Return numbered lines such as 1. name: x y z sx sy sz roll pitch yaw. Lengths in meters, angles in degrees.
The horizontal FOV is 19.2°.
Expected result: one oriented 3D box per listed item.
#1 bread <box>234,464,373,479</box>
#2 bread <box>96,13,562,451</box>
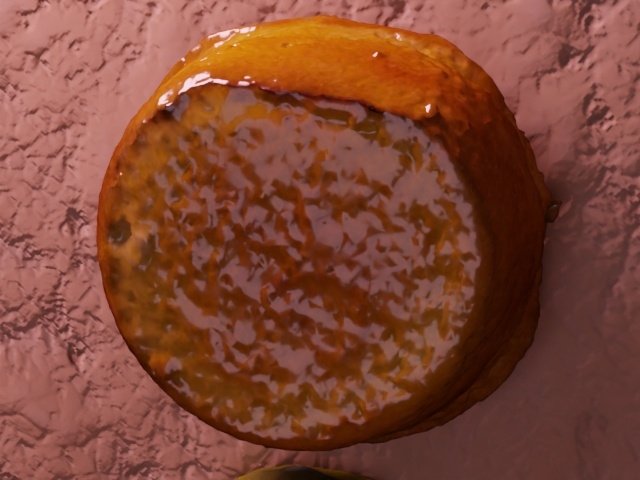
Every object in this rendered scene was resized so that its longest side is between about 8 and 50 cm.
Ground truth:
1. bread: -0.018 0.227 1.357 0.129 0.111 0.114 2 112 24
2. bread: -0.005 0.001 1.256 0.312 0.172 0.312 4 103 17
